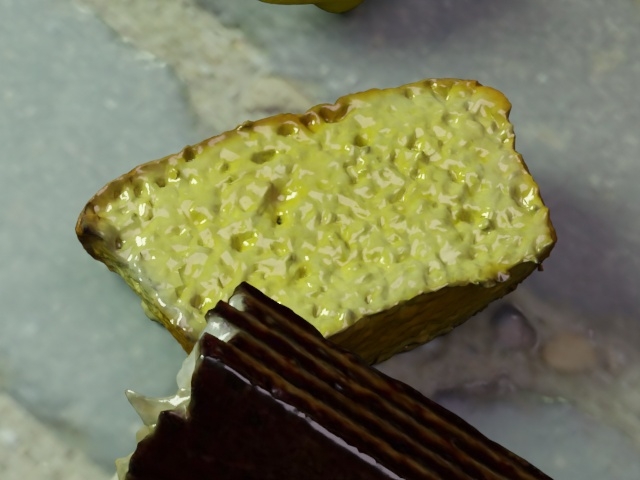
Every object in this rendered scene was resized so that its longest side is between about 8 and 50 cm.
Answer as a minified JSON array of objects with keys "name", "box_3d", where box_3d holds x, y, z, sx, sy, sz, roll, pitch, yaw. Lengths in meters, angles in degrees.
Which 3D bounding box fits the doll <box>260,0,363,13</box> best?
[{"name":"doll","box_3d":[-0.005,-0.151,0.865,0.113,0.071,0.135,26,52,19]}]

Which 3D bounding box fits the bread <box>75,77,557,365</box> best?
[{"name":"bread","box_3d":[0.000,0.000,0.783,0.187,0.065,0.103,-21,73,-26]}]

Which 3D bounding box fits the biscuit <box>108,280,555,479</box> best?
[{"name":"biscuit","box_3d":[0.033,0.123,0.696,0.252,0.106,0.070,32,21,1]}]
